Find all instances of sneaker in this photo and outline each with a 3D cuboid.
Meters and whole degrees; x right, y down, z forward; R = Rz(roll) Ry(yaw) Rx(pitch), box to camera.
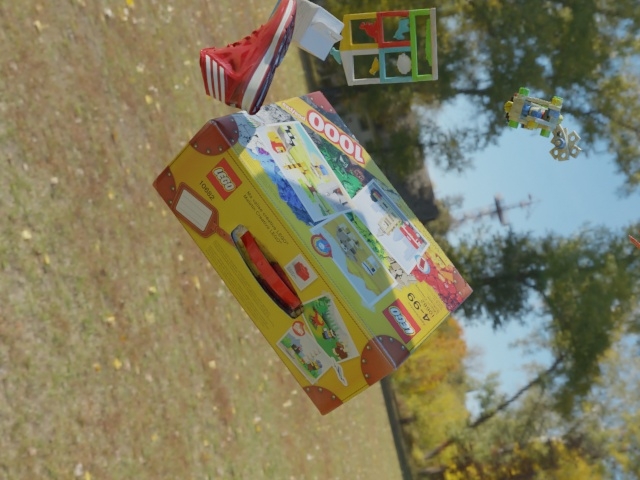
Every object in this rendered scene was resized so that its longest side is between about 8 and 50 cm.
[{"bbox_3d":[-0.125,-0.321,1.327,0.087,0.128,0.221,105,6,-66],"label":"sneaker"}]

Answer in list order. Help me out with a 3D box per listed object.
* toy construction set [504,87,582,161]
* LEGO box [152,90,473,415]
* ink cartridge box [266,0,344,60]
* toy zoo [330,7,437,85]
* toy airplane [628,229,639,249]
[{"bbox_3d":[0.677,-0.362,2.447,0.327,0.215,0.151,28,86,-52],"label":"toy construction set"},{"bbox_3d":[0.000,0.000,1.479,0.500,0.193,0.372,53,34,4],"label":"LEGO box"},{"bbox_3d":[-0.029,-0.457,1.730,0.092,0.090,0.143,20,14,-49],"label":"ink cartridge box"},{"bbox_3d":[0.171,-0.526,2.213,0.030,0.293,0.193,-59,146,-70],"label":"toy zoo"},{"bbox_3d":[0.572,0.030,1.372,0.151,0.028,0.151,55,-7,10],"label":"toy airplane"}]
